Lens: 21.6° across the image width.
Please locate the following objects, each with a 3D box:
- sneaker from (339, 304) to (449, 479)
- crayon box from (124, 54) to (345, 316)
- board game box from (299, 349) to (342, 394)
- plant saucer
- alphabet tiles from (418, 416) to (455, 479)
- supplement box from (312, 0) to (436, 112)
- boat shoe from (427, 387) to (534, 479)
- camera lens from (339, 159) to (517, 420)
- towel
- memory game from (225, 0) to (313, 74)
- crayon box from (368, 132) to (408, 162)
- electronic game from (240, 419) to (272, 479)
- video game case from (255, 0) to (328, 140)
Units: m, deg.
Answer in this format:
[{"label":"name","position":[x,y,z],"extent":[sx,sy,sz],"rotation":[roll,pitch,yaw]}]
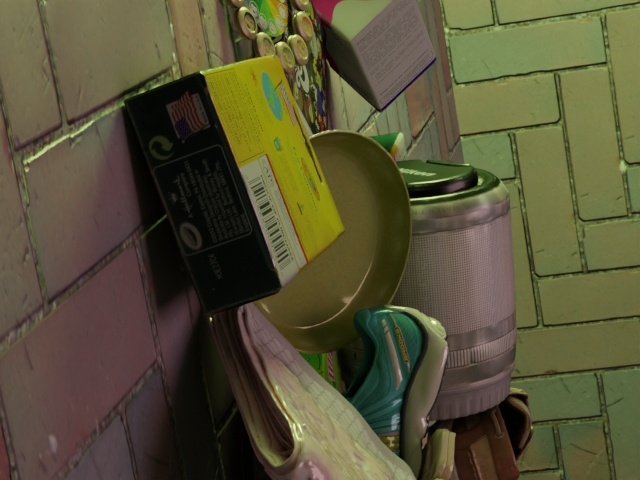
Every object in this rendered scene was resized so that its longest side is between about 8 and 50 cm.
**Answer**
[{"label":"sneaker","position":[0.052,0.204,1.801],"extent":[0.107,0.110,0.275],"rotation":[-177,-80,-75]},{"label":"crayon box","position":[-0.069,-0.062,1.565],"extent":[0.318,0.081,0.202],"rotation":[-36,106,-75]},{"label":"board game box","position":[-0.004,0.199,1.879],"extent":[0.092,0.043,0.181],"rotation":[53,32,-65]},{"label":"plant saucer","position":[0.000,0.000,1.779],"extent":[0.241,0.037,0.241],"rotation":[-11,106,-40]},{"label":"alphabet tiles","position":[0.074,0.334,1.815],"extent":[0.278,0.021,0.284],"rotation":[-82,-162,-49]},{"label":"supplement box","position":[0.061,-0.279,2.186],"extent":[0.111,0.114,0.220],"rotation":[45,-4,22]},{"label":"boat shoe","position":[0.206,0.230,2.044],"extent":[0.324,0.116,0.123],"rotation":[-68,140,-68]},{"label":"camera lens","position":[0.120,0.052,1.977],"extent":[0.219,0.219,0.274],"rotation":[-54,141,-72]},{"label":"towel","position":[0.031,0.221,1.518],"extent":[0.332,0.053,0.317],"rotation":[49,6,-29]},{"label":"memory game","position":[-0.058,-0.273,1.852],"extent":[0.186,0.012,0.186],"rotation":[36,46,-49]},{"label":"crayon box","position":[0.070,-0.004,2.240],"extent":[0.323,0.083,0.203],"rotation":[-63,144,-70]},{"label":"electronic game","position":[-0.037,0.247,1.691],"extent":[0.229,0.048,0.229],"rotation":[-8,90,-76]},{"label":"video game case","position":[-0.032,-0.200,1.980],"extent":[0.210,0.041,0.232],"rotation":[62,24,-61]}]
